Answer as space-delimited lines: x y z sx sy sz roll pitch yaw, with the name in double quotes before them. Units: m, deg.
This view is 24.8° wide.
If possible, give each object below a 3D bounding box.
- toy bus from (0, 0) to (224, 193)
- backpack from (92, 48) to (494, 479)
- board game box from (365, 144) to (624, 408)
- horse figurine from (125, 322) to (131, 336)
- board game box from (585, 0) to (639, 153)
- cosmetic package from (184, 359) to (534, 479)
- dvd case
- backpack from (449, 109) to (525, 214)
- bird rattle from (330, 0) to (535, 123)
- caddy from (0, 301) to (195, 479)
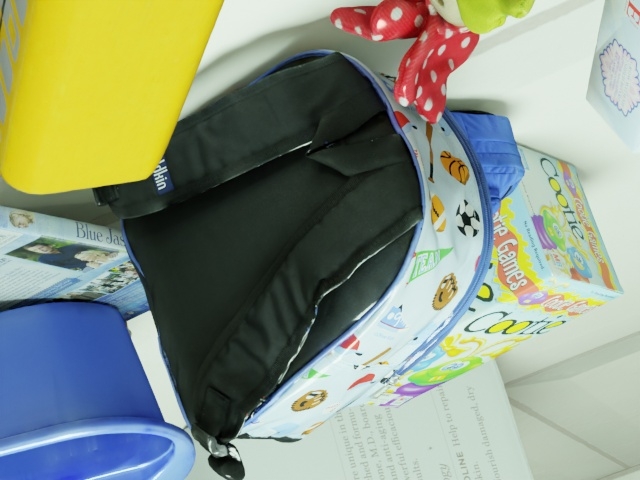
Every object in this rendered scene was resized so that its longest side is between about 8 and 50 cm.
"toy bus" -0.113 -0.160 0.759 0.108 0.130 0.333 -8 157 -22
"backpack" 0.000 0.000 1.077 0.213 0.276 0.263 1 146 -48
"board game box" 0.120 0.039 1.391 0.275 0.144 0.142 -31 154 30
"horse figurine" -0.073 0.052 1.339 0.263 0.066 0.174 -25 125 33
"board game box" 0.329 -0.222 0.849 0.318 0.066 0.318 -16 139 -16
"cosmetic package" 0.037 0.369 1.874 0.393 0.327 0.329 -6 156 -22
"dvd case" -0.225 0.027 1.191 0.180 0.022 0.253 -25 154 39
"backpack" 0.109 -0.053 1.223 0.120 0.101 0.098 -7 163 -33
"bird rattle" 0.124 -0.176 0.916 0.207 0.143 0.253 -31 163 -8
"caddy" -0.281 0.194 1.245 0.341 0.179 0.241 -13 152 -13
